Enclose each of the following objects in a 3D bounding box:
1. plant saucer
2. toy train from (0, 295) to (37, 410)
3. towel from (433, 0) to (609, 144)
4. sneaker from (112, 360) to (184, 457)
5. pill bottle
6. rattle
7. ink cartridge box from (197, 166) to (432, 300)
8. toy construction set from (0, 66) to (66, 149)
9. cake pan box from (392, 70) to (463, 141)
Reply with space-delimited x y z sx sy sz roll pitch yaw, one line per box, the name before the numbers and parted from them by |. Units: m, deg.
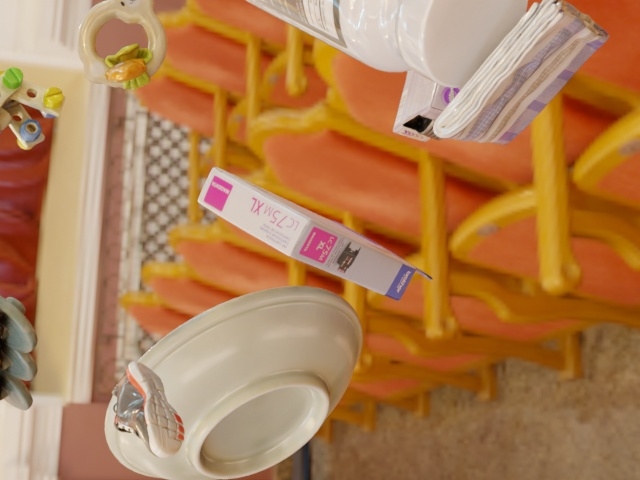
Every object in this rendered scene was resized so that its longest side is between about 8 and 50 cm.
plant saucer | -0.101 0.235 1.754 0.100 0.401 0.400 58 144 34
toy train | -0.375 0.103 1.167 0.142 0.190 0.334 -50 -6 -28
towel | 0.250 -0.195 1.500 0.034 0.285 0.209 46 108 16
sneaker | -0.205 0.208 1.429 0.065 0.061 0.158 -44 33 9
pill bottle | 0.061 -0.327 1.498 0.363 0.210 0.210 35 123 39
rattle | -0.276 -0.313 1.697 0.143 0.130 0.199 4 -84 -78
ink cartridge box | 0.000 0.000 1.664 0.186 0.311 0.065 30 96 38
toy construction set | -0.579 -0.242 1.906 0.215 0.328 0.151 -47 -13 -31
cake pan box | 0.197 -0.291 1.929 0.246 0.070 0.266 149 137 -79
